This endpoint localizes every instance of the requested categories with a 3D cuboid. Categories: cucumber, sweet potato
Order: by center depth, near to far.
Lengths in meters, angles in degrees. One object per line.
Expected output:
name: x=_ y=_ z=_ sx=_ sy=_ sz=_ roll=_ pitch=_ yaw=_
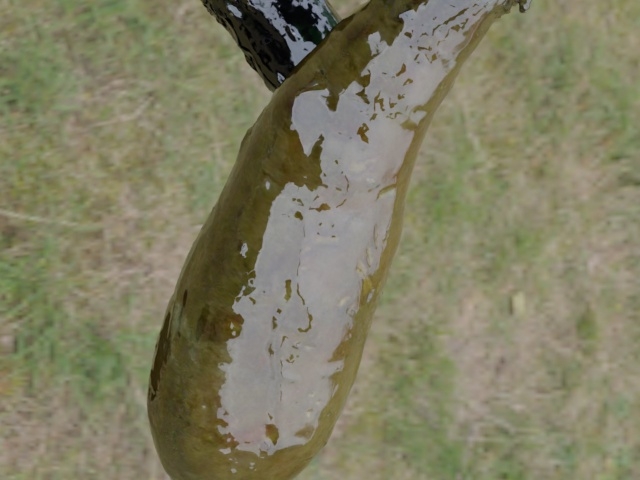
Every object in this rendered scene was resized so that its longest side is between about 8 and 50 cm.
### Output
sweet potato: x=-0.003 y=-0.005 z=0.976 sx=0.130 sy=0.130 sz=0.423 roll=7 pitch=119 yaw=-40
cucumber: x=-0.055 y=-0.178 z=1.086 sx=0.303 sy=0.081 sz=0.072 roll=46 pitch=29 yaw=16
